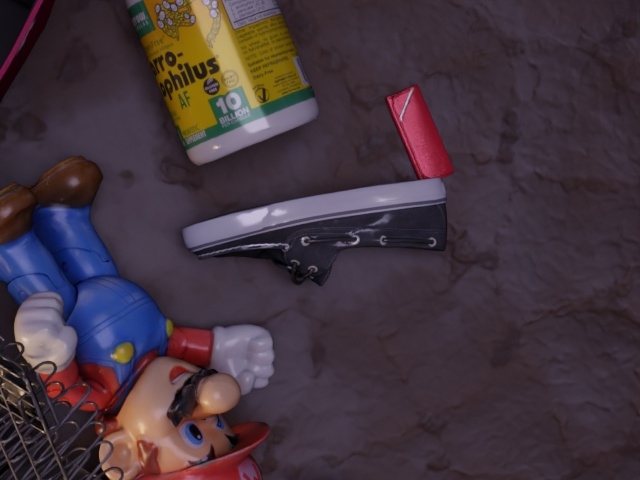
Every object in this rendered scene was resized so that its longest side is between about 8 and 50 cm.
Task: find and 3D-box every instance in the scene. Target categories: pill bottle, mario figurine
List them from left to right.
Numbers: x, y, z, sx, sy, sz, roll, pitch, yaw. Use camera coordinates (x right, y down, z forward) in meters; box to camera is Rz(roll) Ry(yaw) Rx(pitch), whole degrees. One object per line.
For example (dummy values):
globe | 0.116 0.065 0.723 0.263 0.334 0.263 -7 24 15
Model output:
mario figurine | -0.137 0.078 1.488 0.198 0.170 0.320 -34 90 -17
pill bottle | -0.090 -0.176 1.524 0.117 0.117 0.208 -22 94 -7

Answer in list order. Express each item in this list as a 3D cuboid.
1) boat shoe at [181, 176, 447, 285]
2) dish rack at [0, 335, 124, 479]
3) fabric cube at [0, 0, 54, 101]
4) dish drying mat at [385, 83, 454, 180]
boat shoe | 0.000 0.000 1.562 0.228 0.080 0.076 -10 90 -15
dish rack | -0.233 0.132 1.401 0.074 0.208 0.271 -44 140 -29
fabric cube | -0.344 -0.180 1.383 0.259 0.258 0.254 28 64 -7
dish drying mat | 0.086 -0.091 1.604 0.032 0.008 0.083 -24 93 -8
